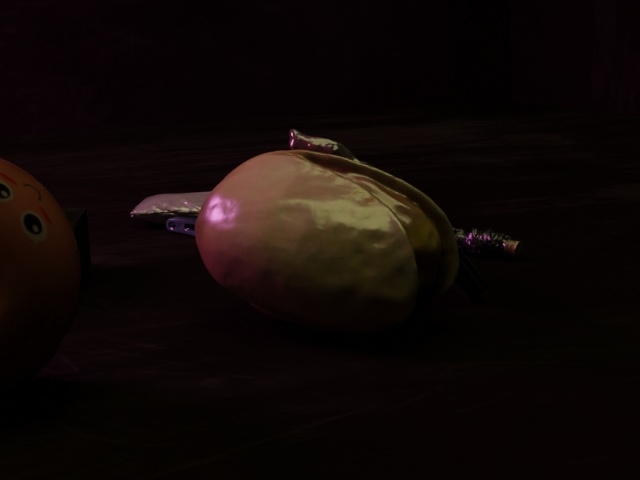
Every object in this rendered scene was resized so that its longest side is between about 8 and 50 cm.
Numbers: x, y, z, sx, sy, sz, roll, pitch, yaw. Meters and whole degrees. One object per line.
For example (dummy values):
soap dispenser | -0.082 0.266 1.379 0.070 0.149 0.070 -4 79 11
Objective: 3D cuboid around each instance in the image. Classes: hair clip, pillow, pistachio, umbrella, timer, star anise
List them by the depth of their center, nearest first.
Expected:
timer | -0.328 0.032 1.075 0.230 0.229 0.215 -4 8 -10
pistachio | 0.000 0.000 1.297 0.299 0.187 0.187 11 16 33
umbrella | 0.207 0.002 1.633 0.144 0.040 0.037 8 6 37
hair clip | -0.164 -0.009 1.767 0.083 0.048 0.275 -8 8 -22
star anise | 0.040 -0.086 1.927 0.198 0.110 0.257 20 14 -34
pillow | -0.189 -0.055 1.960 0.229 0.050 0.128 -3 8 7

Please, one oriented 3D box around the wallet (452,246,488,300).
wallet | 0.084 -0.024 1.488 0.044 0.169 0.317 -42 21 -9

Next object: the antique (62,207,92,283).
antique | -0.343 0.017 1.546 0.080 0.081 0.221 -5 12 -6
